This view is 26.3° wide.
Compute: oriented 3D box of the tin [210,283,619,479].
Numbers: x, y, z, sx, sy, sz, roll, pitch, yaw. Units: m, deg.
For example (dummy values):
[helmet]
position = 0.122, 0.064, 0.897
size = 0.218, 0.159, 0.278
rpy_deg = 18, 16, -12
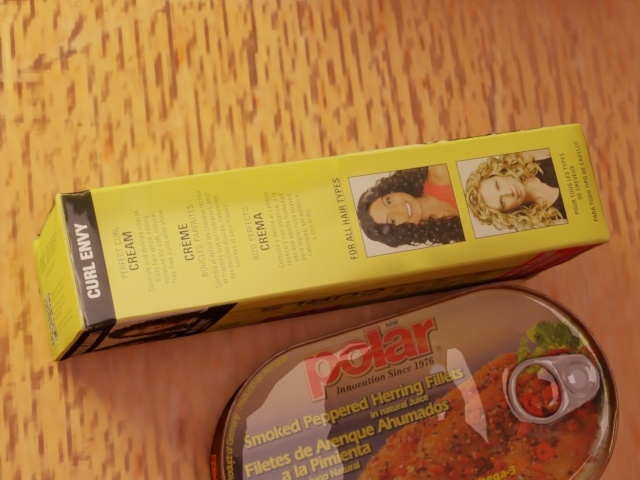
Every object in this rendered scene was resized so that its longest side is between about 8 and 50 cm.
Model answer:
[tin]
position = 0.042, 0.084, 0.603
size = 0.190, 0.040, 0.106
rpy_deg = -15, 83, -21

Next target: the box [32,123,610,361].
[box]
position = 0.000, 0.000, 0.588
size = 0.232, 0.087, 0.058
rpy_deg = -9, 80, -21
